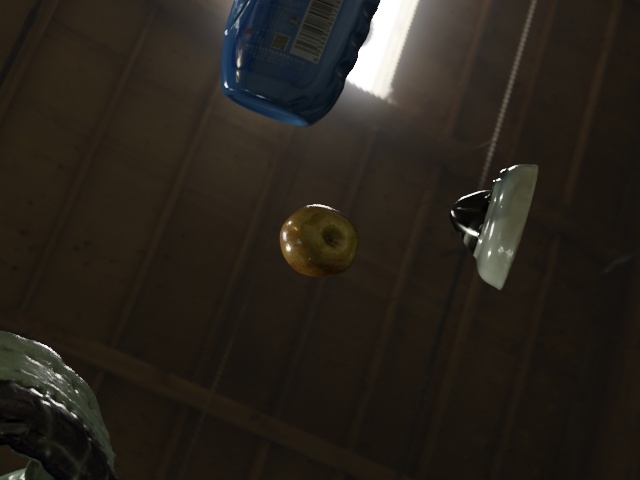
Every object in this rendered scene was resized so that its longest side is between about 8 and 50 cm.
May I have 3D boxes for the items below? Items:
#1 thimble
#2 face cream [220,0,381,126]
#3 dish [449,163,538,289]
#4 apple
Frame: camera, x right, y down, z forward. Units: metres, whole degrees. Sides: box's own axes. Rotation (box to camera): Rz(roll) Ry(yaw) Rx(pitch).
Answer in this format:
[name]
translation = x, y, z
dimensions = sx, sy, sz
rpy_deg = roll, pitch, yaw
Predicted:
[thimble]
translation = -0.301, 0.201, 0.963
dimensions = 0.237, 0.150, 0.237
rpy_deg = -7, -60, -12
[face cream]
translation = -0.010, -0.254, 1.087
dimensions = 0.149, 0.083, 0.264
rpy_deg = 21, -94, 19
[dish]
translation = 0.179, -0.024, 1.152
dimensions = 0.078, 0.141, 0.141
rpy_deg = 17, -111, 7
[apple]
translation = 0.000, 0.000, 1.154
dimensions = 0.084, 0.071, 0.084
rpy_deg = 7, -105, -27
